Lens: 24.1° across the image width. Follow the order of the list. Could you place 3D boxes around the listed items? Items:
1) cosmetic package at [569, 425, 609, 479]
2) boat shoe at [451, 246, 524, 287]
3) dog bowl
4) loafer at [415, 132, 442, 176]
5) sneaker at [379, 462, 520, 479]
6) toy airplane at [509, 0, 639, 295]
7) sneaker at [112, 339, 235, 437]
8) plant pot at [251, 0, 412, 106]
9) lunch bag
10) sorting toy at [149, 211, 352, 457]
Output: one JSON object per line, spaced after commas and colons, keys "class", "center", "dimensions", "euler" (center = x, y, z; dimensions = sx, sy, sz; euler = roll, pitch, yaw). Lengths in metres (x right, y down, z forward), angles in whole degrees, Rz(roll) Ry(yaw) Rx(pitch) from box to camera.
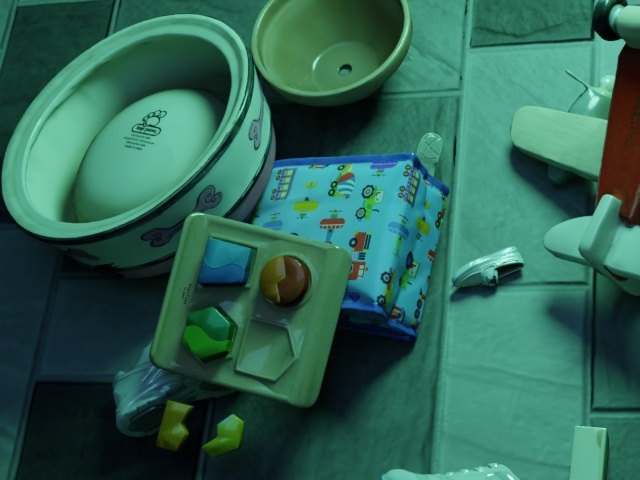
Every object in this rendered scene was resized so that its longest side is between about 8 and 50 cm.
{"class": "cosmetic package", "center": [0.324, 0.288, 1.812], "dimensions": [0.041, 0.060, 0.115], "euler": [3, 62, 16]}
{"class": "boat shoe", "center": [0.225, 0.043, 2.002], "dimensions": [0.100, 0.035, 0.035], "euler": [-22, 54, -6]}
{"class": "dog bowl", "center": [-0.243, -0.123, 2.121], "dimensions": [0.408, 0.150, 0.408], "euler": [-18, 46, 20]}
{"class": "loafer", "center": [0.138, -0.090, 2.107], "dimensions": [0.045, 0.039, 0.125], "euler": [24, 84, 0]}
{"class": "sneaker", "center": [0.184, 0.318, 1.826], "dimensions": [0.228, 0.087, 0.092], "euler": [15, 58, 16]}
{"class": "toy airplane", "center": [0.449, -0.112, 1.925], "dimensions": [0.384, 0.272, 0.386], "euler": [-42, 59, 35]}
{"class": "sneaker", "center": [-0.184, 0.164, 2.017], "dimensions": [0.232, 0.090, 0.115], "euler": [-26, 53, -1]}
{"class": "plant pot", "center": [0.025, -0.279, 2.207], "dimensions": [0.237, 0.110, 0.237], "euler": [-7, 58, 11]}
{"class": "lunch bag", "center": [0.000, 0.000, 2.037], "dimensions": [0.293, 0.138, 0.221], "euler": [5, 72, 30]}
{"class": "sorting toy", "center": [-0.104, 0.133, 1.920], "dimensions": [0.229, 0.041, 0.307], "euler": [14, 87, 14]}
